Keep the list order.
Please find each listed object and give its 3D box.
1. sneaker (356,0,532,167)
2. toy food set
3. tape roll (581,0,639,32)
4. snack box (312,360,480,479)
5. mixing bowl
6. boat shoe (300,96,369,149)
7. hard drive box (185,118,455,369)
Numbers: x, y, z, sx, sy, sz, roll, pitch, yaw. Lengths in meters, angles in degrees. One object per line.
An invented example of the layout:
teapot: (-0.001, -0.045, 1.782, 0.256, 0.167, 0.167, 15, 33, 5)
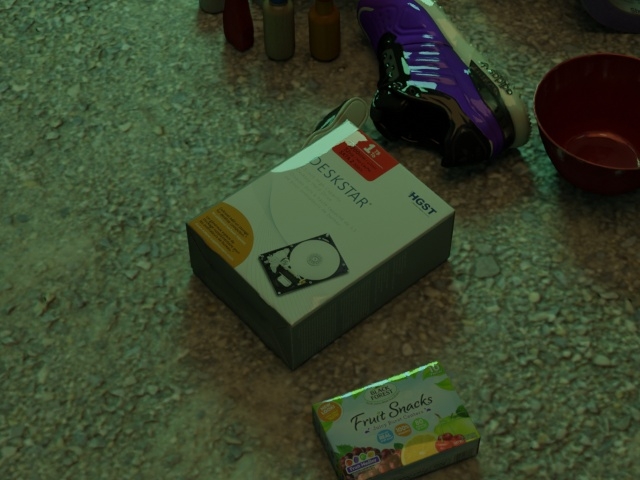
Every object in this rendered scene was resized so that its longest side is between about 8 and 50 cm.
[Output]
sneaker: (0.108, -0.194, 1.588, 0.146, 0.102, 0.293, -29, 57, -20)
toy food set: (-0.078, -0.316, 1.683, 0.111, 0.104, 0.232, -31, 58, -22)
tape roll: (0.410, -0.354, 1.656, 0.189, 0.189, 0.080, -2, 52, -1)
snack box: (0.075, 0.189, 1.328, 0.141, 0.037, 0.100, -18, 53, -13)
mixing bowl: (0.331, -0.119, 1.529, 0.181, 0.098, 0.181, -1, 53, 1)
boat shoe: (0.009, -0.122, 1.573, 0.046, 0.038, 0.125, 46, 62, -18)
hard drive box: (0.000, 0.000, 1.445, 0.232, 0.089, 0.181, -35, 60, -24)
